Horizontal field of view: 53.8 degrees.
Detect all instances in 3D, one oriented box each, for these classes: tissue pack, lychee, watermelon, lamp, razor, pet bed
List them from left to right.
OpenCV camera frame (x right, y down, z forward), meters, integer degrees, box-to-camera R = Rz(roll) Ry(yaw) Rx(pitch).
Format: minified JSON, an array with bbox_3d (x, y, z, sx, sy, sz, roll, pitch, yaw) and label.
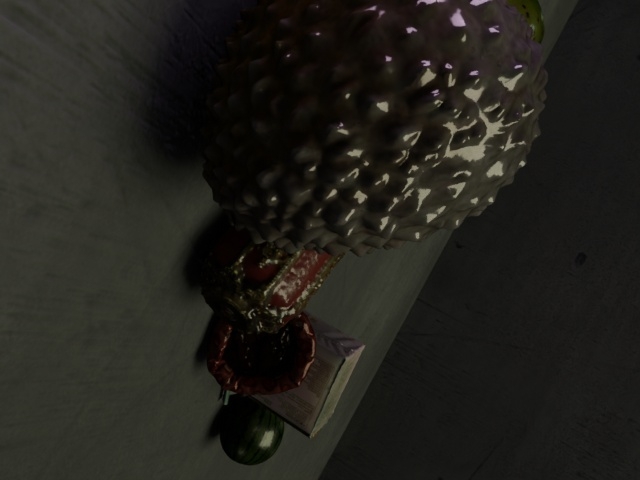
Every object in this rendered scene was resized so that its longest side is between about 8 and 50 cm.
[{"bbox_3d":[-0.144,0.281,1.369,0.191,0.037,0.068,-38,149,-51],"label":"razor"},{"bbox_3d":[-0.144,0.396,1.388,0.140,0.141,0.187,59,50,-69],"label":"watermelon"},{"bbox_3d":[-0.103,0.187,1.118,0.201,0.201,0.053,-65,-168,9],"label":"pet bed"},{"bbox_3d":[-0.064,0.016,0.986,0.274,0.177,0.177,-53,160,-30],"label":"lamp"},{"bbox_3d":[-0.058,0.238,1.235,0.124,0.225,0.185,-14,130,-65],"label":"tissue pack"},{"bbox_3d":[0.055,-0.164,0.743,0.432,0.380,0.380,-34,154,-14],"label":"lychee"}]

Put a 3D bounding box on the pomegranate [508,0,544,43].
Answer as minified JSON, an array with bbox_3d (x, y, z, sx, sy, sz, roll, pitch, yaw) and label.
[{"bbox_3d":[0.407,-0.520,1.433,0.231,0.231,0.285,-32,135,-57],"label":"pomegranate"}]
